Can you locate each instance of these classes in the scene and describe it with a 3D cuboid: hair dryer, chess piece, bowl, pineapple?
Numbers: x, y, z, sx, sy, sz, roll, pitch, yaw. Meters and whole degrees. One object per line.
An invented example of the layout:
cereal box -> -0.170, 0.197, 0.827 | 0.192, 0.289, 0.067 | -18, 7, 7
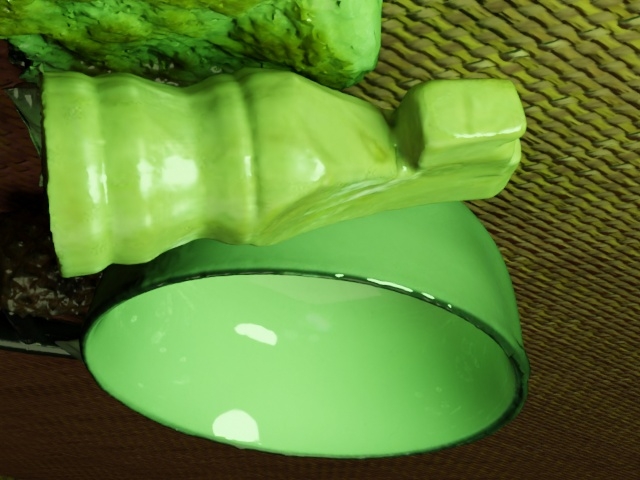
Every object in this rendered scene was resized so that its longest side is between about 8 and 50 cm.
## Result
hair dryer -> -0.357, 0.102, 1.784 | 0.173, 0.050, 0.195 | 8, 159, -11
chess piece -> -0.021, -0.050, 0.863 | 0.301, 0.137, 0.137 | -4, 164, -12
bowl -> -0.005, 0.030, 1.142 | 0.354, 0.185, 0.354 | 5, 151, 3
pineapple -> -0.202, 0.027, 1.400 | 0.237, 0.111, 0.119 | 3, -164, -16

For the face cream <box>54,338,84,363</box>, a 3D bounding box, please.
face cream -> -0.169, 0.149, 1.779 | 0.314, 0.089, 0.143 | 0, 156, 26

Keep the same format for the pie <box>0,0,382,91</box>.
pie -> -0.111, -0.149, 0.858 | 0.296, 0.078, 0.371 | 2, 163, 17

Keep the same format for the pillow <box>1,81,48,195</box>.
pillow -> -0.169, -0.073, 1.160 | 0.148, 0.050, 0.230 | 1, 163, -2
